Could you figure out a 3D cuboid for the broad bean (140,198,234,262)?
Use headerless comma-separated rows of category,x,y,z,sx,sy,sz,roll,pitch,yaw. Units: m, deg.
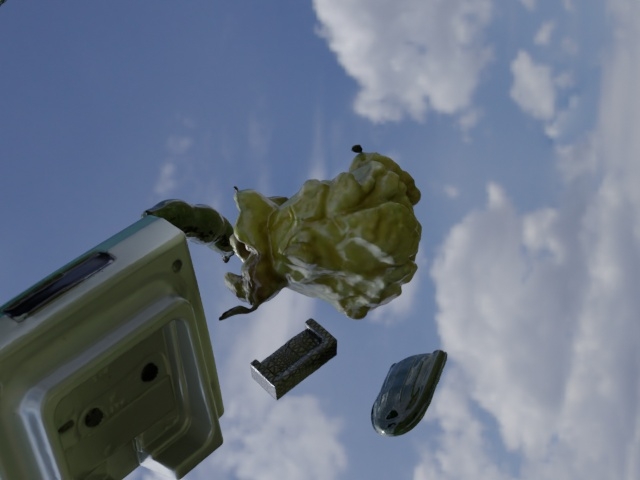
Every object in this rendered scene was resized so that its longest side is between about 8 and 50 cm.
broad bean,-0.160,-0.017,1.586,0.065,0.046,0.254,-52,-23,6

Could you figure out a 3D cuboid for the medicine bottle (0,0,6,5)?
medicine bottle,-0.456,-0.329,1.142,0.290,0.245,0.245,0,-87,-48

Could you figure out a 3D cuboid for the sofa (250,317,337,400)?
sofa,-0.037,0.165,1.717,0.118,0.060,0.039,-35,-35,-25

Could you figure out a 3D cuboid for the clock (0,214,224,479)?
clock,-0.201,0.139,1.122,0.262,0.116,0.231,-37,-44,-38

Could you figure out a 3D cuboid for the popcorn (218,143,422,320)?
popcorn,0.002,-0.003,1.201,0.168,0.195,0.173,105,167,-73

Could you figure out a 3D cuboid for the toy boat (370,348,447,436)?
toy boat,0.130,0.225,1.833,0.052,0.104,0.210,64,-155,-17
